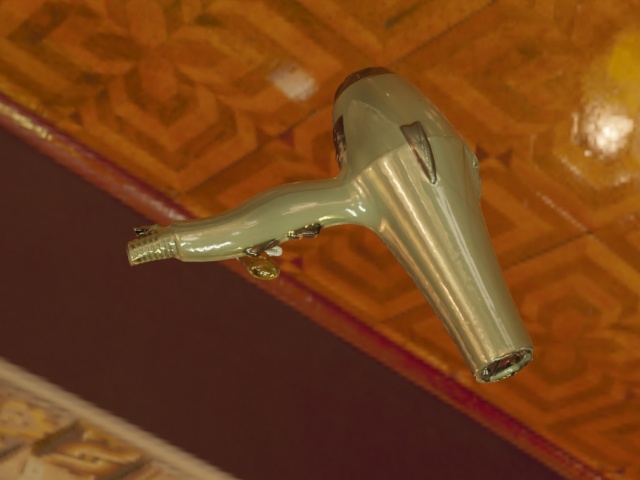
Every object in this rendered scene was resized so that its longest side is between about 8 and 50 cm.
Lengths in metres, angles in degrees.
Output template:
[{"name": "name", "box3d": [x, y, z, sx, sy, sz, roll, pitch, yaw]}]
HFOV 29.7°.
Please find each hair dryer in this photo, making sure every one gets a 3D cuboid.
[{"name": "hair dryer", "box3d": [0.030, 0.013, 0.741, 0.219, 0.225, 0.088, 44, 155, 21]}]

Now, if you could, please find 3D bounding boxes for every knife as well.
[{"name": "knife", "box3d": [-0.072, 0.009, 1.239, 0.061, 0.027, 0.343, 10, -174, -13]}]
